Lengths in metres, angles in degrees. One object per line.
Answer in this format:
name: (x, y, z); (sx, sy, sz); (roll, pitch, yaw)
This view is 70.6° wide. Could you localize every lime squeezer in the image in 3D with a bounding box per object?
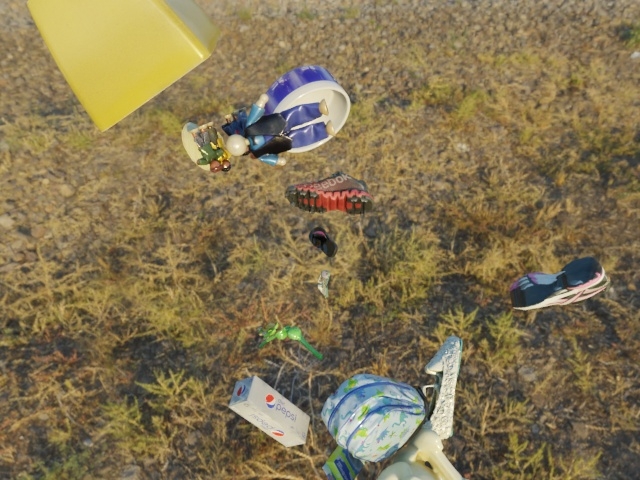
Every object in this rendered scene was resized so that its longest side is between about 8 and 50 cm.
lime squeezer: (-0.122, 0.374, 1.722); (0.311, 0.109, 0.059); (-1, 26, 36)

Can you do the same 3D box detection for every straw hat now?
straw hat: (-0.282, -0.250, 1.154); (0.061, 0.144, 0.144); (-23, 31, 21)

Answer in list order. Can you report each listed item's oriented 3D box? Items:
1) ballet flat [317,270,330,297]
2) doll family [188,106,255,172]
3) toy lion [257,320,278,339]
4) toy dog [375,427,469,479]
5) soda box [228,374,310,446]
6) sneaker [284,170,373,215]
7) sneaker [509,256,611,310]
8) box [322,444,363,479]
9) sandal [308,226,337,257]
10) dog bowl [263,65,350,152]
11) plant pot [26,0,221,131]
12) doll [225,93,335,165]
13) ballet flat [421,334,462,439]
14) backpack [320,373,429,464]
ballet flat: (0.010, 0.151, 1.581); (0.041, 0.114, 0.041); (3, 32, -2)
doll family: (-0.186, -0.201, 0.940); (0.193, 0.111, 0.076); (-35, 21, -29)
toy lion: (-0.232, 0.402, 2.054); (0.096, 0.034, 0.100); (-26, 18, -20)
toy dog: (0.241, 0.842, 1.416); (0.408, 0.395, 0.284); (-19, 73, -49)
soda box: (-0.162, 0.566, 1.491); (0.091, 0.286, 0.098); (-27, 31, 30)
sneaker: (0.028, -0.153, 1.423); (0.277, 0.097, 0.135); (4, 50, 0)
sneaker: (0.435, 0.096, 0.821); (0.077, 0.178, 0.071); (32, 55, -23)
box: (0.091, 0.762, 1.562); (0.043, 0.108, 0.178); (-27, 4, 40)
sandal: (0.000, 0.000, 1.478); (0.040, 0.067, 0.179); (13, 15, -30)
dog bowl: (-0.047, -0.402, 1.403); (0.265, 0.264, 0.104); (-19, 65, -22)
plant pot: (-0.304, -0.333, 0.706); (0.212, 0.187, 0.212); (-29, 32, 12)
doll: (-0.075, -0.192, 0.786); (0.189, 0.128, 0.046); (-17, 27, 7)
ballet flat: (0.472, 0.565, 1.786); (0.147, 0.147, 0.408); (8, 70, 12)
backpack: (0.170, 0.573, 1.470); (0.290, 0.356, 0.273); (-46, 29, 8)
